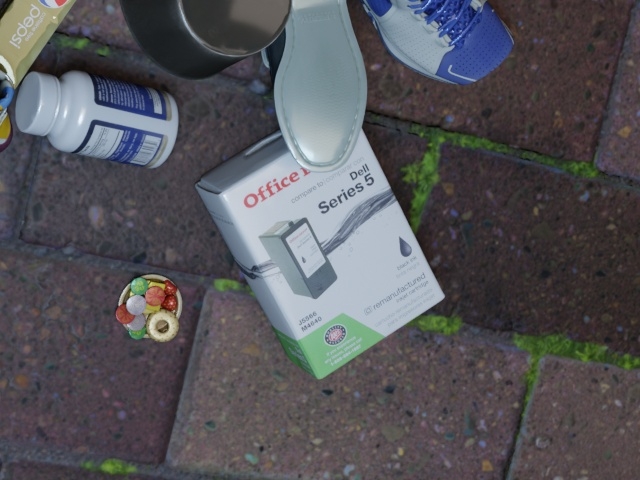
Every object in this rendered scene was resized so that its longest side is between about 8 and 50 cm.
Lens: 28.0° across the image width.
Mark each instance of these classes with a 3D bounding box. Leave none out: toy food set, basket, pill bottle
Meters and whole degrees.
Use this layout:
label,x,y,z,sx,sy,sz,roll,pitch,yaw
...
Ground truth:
label,x,y,z,sx,sy,sz,roll,pitch,yaw
toy food set,-0.211,0.083,1.584,0.082,0.020,0.083,11,97,-22
basket,-0.126,-0.272,1.436,0.154,0.227,0.204,-23,108,-15
pill bottle,-0.256,-0.142,1.466,0.169,0.094,0.094,11,97,-36

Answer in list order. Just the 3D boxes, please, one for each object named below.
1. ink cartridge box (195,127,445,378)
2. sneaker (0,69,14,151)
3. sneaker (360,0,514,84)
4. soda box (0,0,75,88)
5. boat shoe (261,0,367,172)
label,x,y,z,sx,sy,sz,roll,pitch,yaw
ink cartridge box,0.000,0.000,1.594,0.198,0.115,0.273,-32,109,-13
sneaker,-0.367,-0.145,1.402,0.083,0.185,0.070,9,69,17
sneaker,0.116,-0.305,1.543,0.315,0.182,0.127,40,87,-21
soda box,-0.324,-0.261,1.453,0.058,0.061,0.181,34,87,-23
boat shoe,-0.012,-0.223,1.508,0.114,0.091,0.303,1,82,-14
